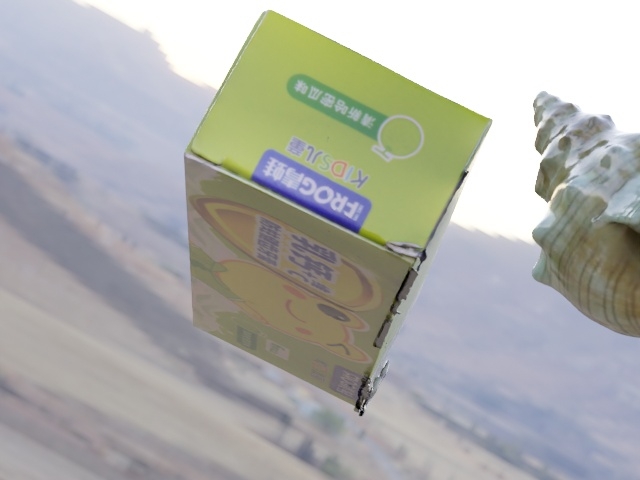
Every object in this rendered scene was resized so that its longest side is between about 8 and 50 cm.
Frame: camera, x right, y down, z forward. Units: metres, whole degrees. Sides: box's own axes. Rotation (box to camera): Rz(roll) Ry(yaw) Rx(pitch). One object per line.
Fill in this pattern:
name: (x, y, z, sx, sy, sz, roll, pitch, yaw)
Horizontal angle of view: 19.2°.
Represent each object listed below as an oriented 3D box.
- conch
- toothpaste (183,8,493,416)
conch: (0.182, -0.002, 0.925, 0.234, 0.114, 0.137, 34, -20, 42)
toothpaste: (0.000, 0.000, 0.921, 0.110, 0.077, 0.327, 28, -15, 5)
